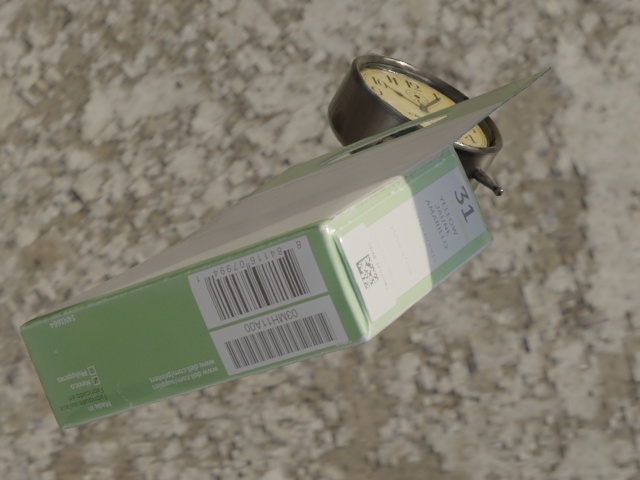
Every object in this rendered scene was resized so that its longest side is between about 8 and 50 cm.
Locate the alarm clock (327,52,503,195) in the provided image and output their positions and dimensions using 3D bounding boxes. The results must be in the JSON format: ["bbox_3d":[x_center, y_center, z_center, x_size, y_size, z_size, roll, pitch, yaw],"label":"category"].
[{"bbox_3d":[0.066,-0.093,1.363,0.129,0.064,0.192,20,28,-22],"label":"alarm clock"}]

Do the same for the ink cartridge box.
[{"bbox_3d":[0.000,0.000,0.804,0.235,0.171,0.056,-31,100,-55],"label":"ink cartridge box"}]
